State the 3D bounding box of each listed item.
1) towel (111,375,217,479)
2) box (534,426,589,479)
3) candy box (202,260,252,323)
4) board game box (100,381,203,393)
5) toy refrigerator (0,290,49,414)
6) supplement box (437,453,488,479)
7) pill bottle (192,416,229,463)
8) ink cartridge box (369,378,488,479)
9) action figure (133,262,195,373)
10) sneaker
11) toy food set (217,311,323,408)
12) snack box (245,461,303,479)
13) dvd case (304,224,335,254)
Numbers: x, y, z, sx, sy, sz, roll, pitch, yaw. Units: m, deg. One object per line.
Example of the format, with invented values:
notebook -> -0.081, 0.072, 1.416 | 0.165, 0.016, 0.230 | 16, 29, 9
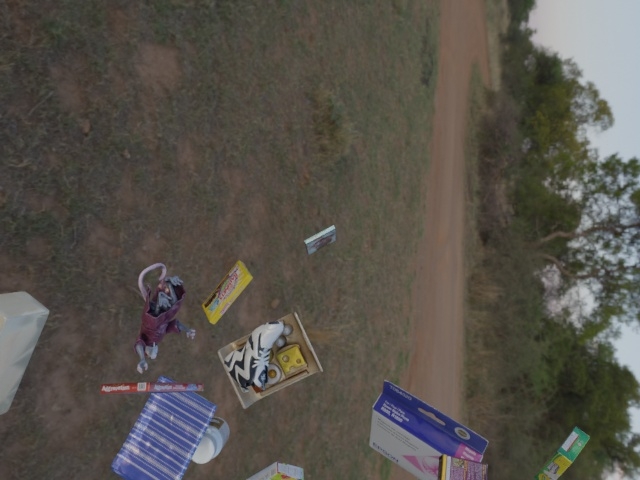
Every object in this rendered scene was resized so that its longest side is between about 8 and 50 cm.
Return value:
towel -> -0.525, 0.656, 1.563 | 0.336, 0.243, 0.040 | -63, 163, -13
box -> 0.617, 0.567, 1.207 | 0.105, 0.043, 0.179 | -27, 138, -33
candy box -> -0.314, 0.172, 1.570 | 0.206, 0.105, 0.027 | -51, 131, 4
board game box -> -0.463, 0.416, 1.319 | 0.281, 0.145, 0.027 | 50, 37, -67
toy refrigerator -> -0.693, 0.246, 0.990 | 0.270, 0.094, 0.102 | -62, 164, 11
supplement box -> 0.264, 0.439, 0.874 | 0.043, 0.083, 0.055 | 86, 17, -57
pill bottle -> -0.450, 0.802, 1.877 | 0.229, 0.131, 0.131 | 90, 3, -84
ink cartridge box -> 0.299, 0.601, 1.382 | 0.071, 0.324, 0.330 | -43, 145, -35
action figure -> -0.653, 0.321, 1.810 | 0.248, 0.275, 0.370 | -23, 147, -52
sneaker -> -0.176, 0.363, 1.406 | 0.153, 0.235, 0.094 | 56, 9, 30
toy food set -> -0.168, 0.403, 1.577 | 0.220, 0.306, 0.092 | 64, 7, 4
snack box -> -0.130, 0.678, 1.323 | 0.100, 0.141, 0.037 | 34, 30, -32
dvd case -> 0.000, 0.000, 1.237 | 0.013, 0.087, 0.119 | 61, -6, 15
